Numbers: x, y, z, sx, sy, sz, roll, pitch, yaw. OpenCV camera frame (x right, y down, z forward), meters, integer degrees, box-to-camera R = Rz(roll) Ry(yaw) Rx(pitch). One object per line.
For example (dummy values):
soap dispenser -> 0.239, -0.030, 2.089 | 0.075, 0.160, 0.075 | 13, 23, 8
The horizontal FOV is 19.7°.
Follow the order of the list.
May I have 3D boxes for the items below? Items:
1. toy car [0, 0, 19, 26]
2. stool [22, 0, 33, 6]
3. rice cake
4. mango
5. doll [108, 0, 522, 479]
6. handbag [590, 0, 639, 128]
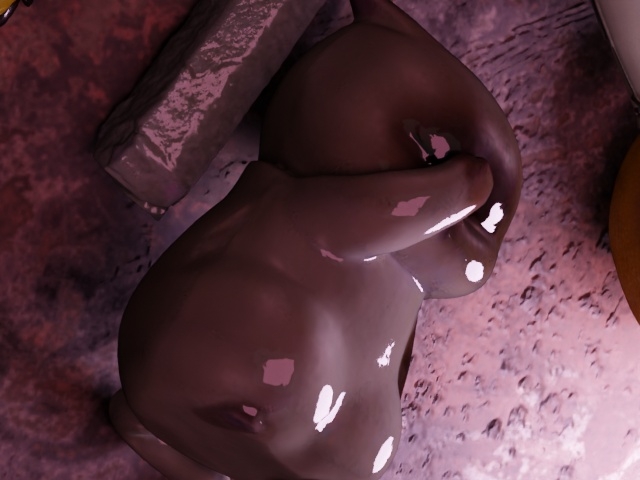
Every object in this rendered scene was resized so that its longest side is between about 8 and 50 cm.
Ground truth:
toy car -> -0.220, -0.234, 1.062 | 0.200, 0.142, 0.248 | 33, 50, -46
stool -> -0.123, -0.239, 1.193 | 0.121, 0.125, 0.217 | 14, 107, -41
rice cake -> -0.080, -0.115, 1.291 | 0.069, 0.063, 0.206 | 38, 81, -29
mango -> 0.324, 0.013, 1.569 | 0.157, 0.109, 0.262 | -31, 103, -17
doll -> 0.005, 0.018, 1.288 | 0.215, 0.226, 0.370 | 41, 81, -31
handbag -> 0.313, -0.221, 1.462 | 0.241, 0.109, 0.315 | -37, 112, -19
